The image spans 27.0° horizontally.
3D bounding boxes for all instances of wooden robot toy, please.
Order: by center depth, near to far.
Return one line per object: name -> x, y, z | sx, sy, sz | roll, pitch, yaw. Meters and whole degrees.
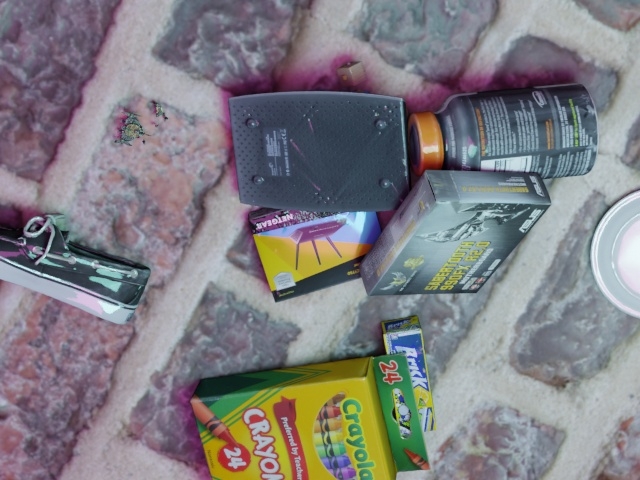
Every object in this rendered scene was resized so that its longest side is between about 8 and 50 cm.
wooden robot toy -> 0.084, -0.176, 1.871 | 0.079, 0.076, 0.173 | -34, 98, -36

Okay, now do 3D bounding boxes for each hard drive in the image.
hard drive -> 0.003, -0.126, 1.836 | 0.255, 0.054, 0.172 | 2, 111, 22

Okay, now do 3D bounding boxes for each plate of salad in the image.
plate of salad -> 0.494, 0.019, 1.947 | 0.200, 0.048, 0.199 | 1, 101, 6

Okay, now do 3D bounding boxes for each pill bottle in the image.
pill bottle -> 0.245, -0.142, 1.828 | 0.246, 0.130, 0.130 | -6, 108, -9

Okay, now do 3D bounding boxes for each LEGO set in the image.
LEGO set -> -0.255, -0.162, 1.878 | 0.083, 0.023, 0.054 | -17, 110, -10

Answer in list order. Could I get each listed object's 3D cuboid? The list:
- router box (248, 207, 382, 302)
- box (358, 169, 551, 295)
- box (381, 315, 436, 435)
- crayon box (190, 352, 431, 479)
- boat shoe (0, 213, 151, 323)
router box -> 0.000, 0.000, 1.923 | 0.179, 0.046, 0.133 | -17, 107, 3
box -> 0.181, -0.007, 1.829 | 0.183, 0.056, 0.231 | 0, 146, -27
box -> 0.132, 0.201, 1.988 | 0.059, 0.054, 0.169 | -9, 109, 2
crayon box -> -0.013, 0.286, 1.966 | 0.319, 0.081, 0.202 | -10, 108, 12
boat shoe -> -0.388, 0.015, 1.880 | 0.306, 0.113, 0.105 | 25, 99, -12
